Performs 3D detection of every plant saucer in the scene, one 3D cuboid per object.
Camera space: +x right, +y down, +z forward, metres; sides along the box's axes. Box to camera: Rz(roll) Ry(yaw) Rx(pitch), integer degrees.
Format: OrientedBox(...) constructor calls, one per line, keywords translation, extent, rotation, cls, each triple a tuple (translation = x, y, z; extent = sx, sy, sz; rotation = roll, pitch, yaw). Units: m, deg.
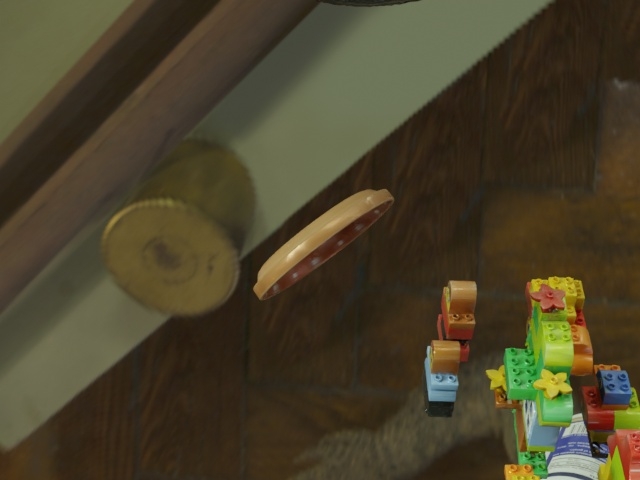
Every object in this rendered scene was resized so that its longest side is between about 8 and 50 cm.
OrientedBox(translation=(0.000, 0.000, 0.853), extent=(0.083, 0.083, 0.013), rotation=(-39, 83, 15), cls="plant saucer")

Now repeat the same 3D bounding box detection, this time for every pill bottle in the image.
OrientedBox(translation=(0.247, 0.258, 1.651), extent=(0.112, 0.187, 0.112), rotation=(11, 121, 19), cls="pill bottle")

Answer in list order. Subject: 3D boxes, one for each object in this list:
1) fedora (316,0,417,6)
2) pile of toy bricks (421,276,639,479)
OrientedBox(translation=(0.041, -0.306, 1.009), extent=(0.334, 0.152, 0.334), rotation=(-2, 106, -6), cls="fedora")
OrientedBox(translation=(0.124, 0.074, 0.959), extent=(0.118, 0.212, 0.105), rotation=(1, 132, -6), cls="pile of toy bricks")
